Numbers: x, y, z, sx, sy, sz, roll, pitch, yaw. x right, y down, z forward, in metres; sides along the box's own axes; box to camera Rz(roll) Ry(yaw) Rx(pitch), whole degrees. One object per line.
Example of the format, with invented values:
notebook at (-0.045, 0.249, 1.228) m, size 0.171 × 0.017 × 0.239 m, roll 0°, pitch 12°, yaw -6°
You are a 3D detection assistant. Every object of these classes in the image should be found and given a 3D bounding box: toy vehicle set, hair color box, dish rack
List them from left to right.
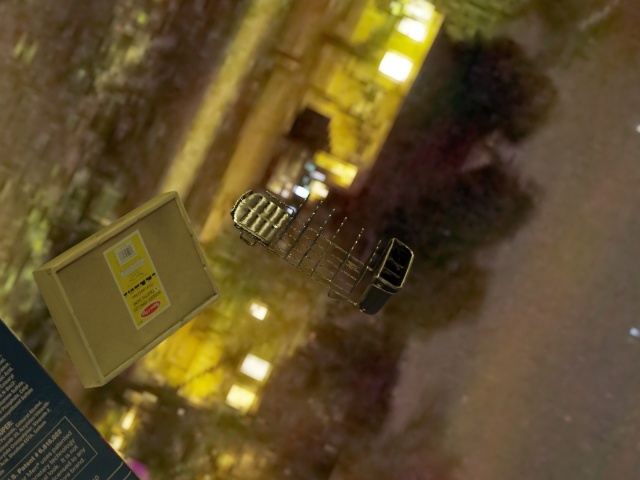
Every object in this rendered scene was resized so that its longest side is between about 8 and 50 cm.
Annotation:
hair color box at (-0.301, 0.096, 1.098) m, size 0.105 × 0.347 × 0.174 m, roll -45°, pitch -152°, yaw -19°
toy vehicle set at (-0.247, 0.059, 1.837) m, size 0.035 × 0.166 × 0.267 m, roll -11°, pitch -164°, yaw 37°
dish rack at (0.000, 0.000, 2.067) m, size 0.074 × 0.271 × 0.208 m, roll -57°, pitch 180°, yaw 17°
